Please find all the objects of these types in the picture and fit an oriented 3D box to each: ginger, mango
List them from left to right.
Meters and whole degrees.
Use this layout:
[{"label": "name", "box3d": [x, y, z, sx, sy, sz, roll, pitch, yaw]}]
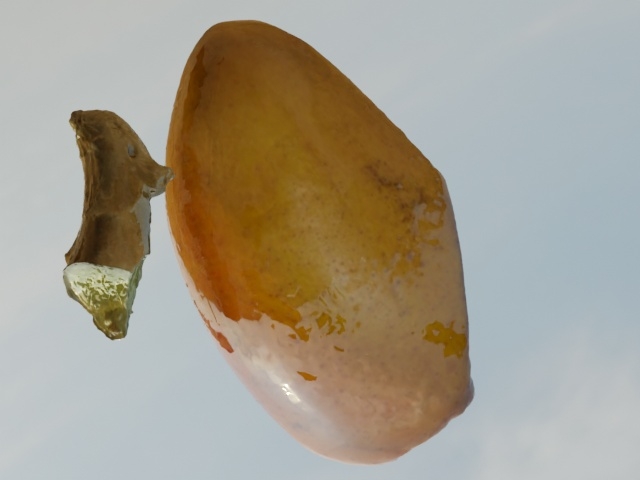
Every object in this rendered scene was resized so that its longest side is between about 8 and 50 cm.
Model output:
[{"label": "ginger", "box3d": [-0.120, -0.013, 1.100, 0.057, 0.044, 0.137, -15, -116, 37]}, {"label": "mango", "box3d": [0.000, 0.000, 1.403, 0.201, 0.350, 0.199, -19, -165, 36]}]
